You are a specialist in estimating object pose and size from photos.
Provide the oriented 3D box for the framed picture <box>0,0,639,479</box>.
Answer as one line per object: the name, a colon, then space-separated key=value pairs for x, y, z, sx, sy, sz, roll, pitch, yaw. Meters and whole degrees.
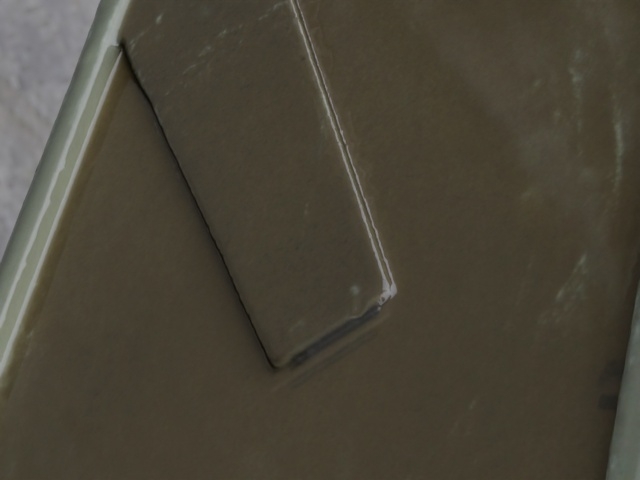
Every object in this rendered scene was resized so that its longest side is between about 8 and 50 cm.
framed picture: x=0.000 y=0.000 z=0.757 sx=0.028 sy=0.326 sz=0.446 roll=49 pitch=45 yaw=-40
